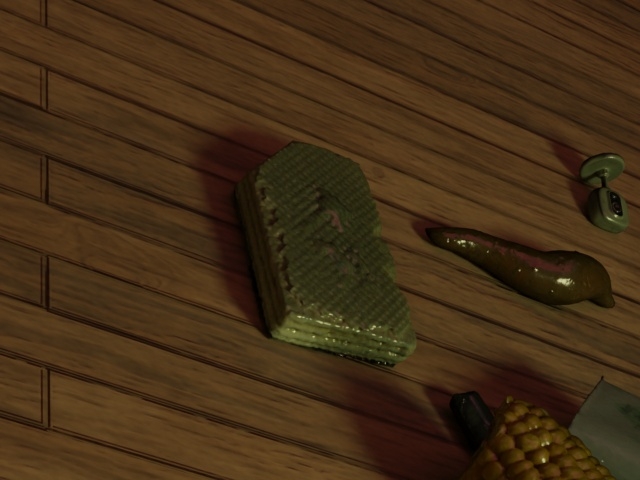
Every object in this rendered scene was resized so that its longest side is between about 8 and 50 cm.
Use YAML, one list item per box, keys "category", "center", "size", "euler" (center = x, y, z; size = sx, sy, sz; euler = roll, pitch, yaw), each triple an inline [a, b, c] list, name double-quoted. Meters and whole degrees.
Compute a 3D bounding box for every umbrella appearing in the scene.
- category: "umbrella"
  center: [0.155, 0.192, 1.569]
  size: [0.036, 0.031, 0.133]
  euler: [-18, 60, -23]

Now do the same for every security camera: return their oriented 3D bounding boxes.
- category: "security camera"
  center: [0.333, -0.051, 2.024]
  size: [0.058, 0.058, 0.092]
  euler: [17, 47, -31]

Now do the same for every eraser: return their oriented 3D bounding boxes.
- category: "eraser"
  center: [0.331, 0.220, 1.590]
  size: [0.227, 0.081, 0.174]
  euler: [25, 21, 15]

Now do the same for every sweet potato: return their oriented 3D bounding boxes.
- category: "sweet potato"
  center: [0.222, 0.029, 1.810]
  size: [0.249, 0.059, 0.069]
  euler: [15, 20, -27]

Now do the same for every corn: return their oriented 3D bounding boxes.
- category: "corn"
  center: [0.245, 0.301, 1.429]
  size: [0.387, 0.144, 0.144]
  euler: [47, 33, 21]

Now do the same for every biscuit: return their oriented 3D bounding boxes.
- category: "biscuit"
  center: [0.000, 0.000, 1.628]
  size: [0.150, 0.052, 0.252]
  euler: [17, 39, -30]
